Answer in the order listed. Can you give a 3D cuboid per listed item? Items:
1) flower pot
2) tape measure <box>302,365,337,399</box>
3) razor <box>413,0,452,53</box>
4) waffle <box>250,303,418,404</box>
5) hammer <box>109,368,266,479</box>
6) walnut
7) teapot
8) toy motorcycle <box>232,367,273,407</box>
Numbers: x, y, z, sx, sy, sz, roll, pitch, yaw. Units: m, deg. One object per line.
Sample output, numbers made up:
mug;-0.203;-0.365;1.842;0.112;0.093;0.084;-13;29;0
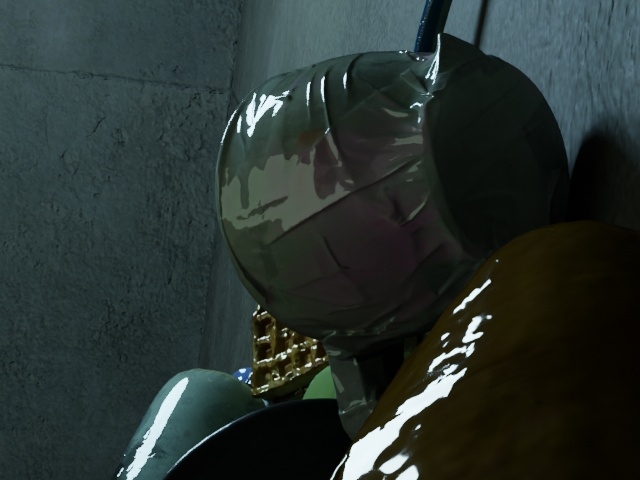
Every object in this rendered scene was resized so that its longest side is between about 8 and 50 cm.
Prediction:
flower pot;0.003;0.236;1.122;0.148;0.235;0.235;-138;52;-57
tape measure;0.016;0.199;1.332;0.175;0.106;0.200;152;123;-64
razor;0.091;-0.159;1.291;0.068;0.037;0.191;-96;14;-59
waffle;0.009;0.066;1.409;0.148;0.042;0.102;-26;51;34
hammer;-0.059;0.266;1.453;0.305;0.113;0.202;56;-139;-28
walnut;0.092;0.111;0.565;0.336;0.209;0.209;-79;1;-49
teapot;0.045;-0.005;0.994;0.178;0.163;0.222;-14;62;46
toy motorcycle;-0.069;0.281;1.640;0.212;0.125;0.359;-43;-39;-60
